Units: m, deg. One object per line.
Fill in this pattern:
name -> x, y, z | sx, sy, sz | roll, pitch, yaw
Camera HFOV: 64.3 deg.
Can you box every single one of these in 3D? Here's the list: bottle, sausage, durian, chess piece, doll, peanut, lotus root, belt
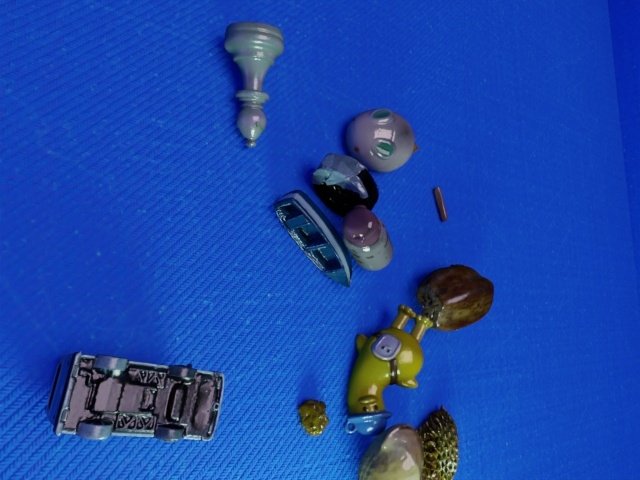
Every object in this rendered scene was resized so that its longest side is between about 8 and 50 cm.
bottle -> 0.116, -0.007, 1.289 | 0.233, 0.110, 0.109 | 53, 46, -63
sausage -> 0.393, -0.117, 1.661 | 0.026, 0.026, 0.115 | -20, 96, -40
durian -> 0.335, 0.600, 1.451 | 0.139, 0.145, 0.251 | 27, 59, -58
chess piece -> -0.158, -0.355, 1.193 | 0.139, 0.139, 0.271 | -2, 96, -40
doll -> 0.161, 0.340, 1.338 | 0.200, 0.145, 0.362 | 30, 68, 12
peanut -> 0.179, 0.612, 1.247 | 0.158, 0.174, 0.339 | -68, 147, -67
lotus root -> 0.411, 0.164, 1.547 | 0.291, 0.193, 0.193 | -9, 89, -38
belt -> 0.064, -0.135, 1.305 | 0.198, 0.151, 0.078 | 50, 56, -31

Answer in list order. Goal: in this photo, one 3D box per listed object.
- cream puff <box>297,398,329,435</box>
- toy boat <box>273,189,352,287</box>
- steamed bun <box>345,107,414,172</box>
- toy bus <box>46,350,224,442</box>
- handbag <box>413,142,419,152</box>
cream puff -> -0.013, 0.422, 1.213 | 0.083, 0.058, 0.083 | 33, 65, -29
toy boat -> 0.000, 0.000, 1.273 | 0.299, 0.096, 0.061 | 53, 45, -25
steamed bun -> 0.180, -0.288, 1.443 | 0.228, 0.131, 0.176 | 6, 80, -41
toy bus -> -0.328, 0.275, 0.905 | 0.272, 0.165, 0.132 | 20, 71, -36
handbag -> 0.270, -0.310, 1.588 | 0.061, 0.027, 0.083 | -36, 104, -36
